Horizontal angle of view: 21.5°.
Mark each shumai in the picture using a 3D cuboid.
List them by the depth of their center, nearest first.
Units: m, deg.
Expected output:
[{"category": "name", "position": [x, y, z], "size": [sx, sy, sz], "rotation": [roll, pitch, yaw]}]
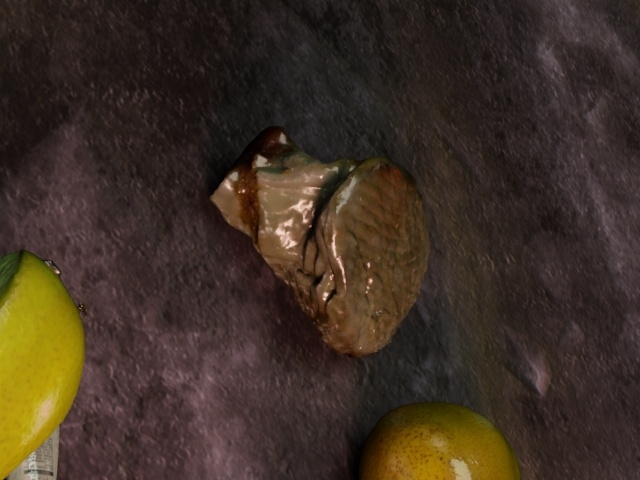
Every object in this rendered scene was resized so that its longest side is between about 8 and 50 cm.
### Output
[{"category": "shumai", "position": [0.000, 0.000, 1.955], "size": [0.222, 0.203, 0.272], "rotation": [-45, 134, -44]}]

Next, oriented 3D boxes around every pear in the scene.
[{"category": "pear", "position": [-0.352, 0.167, 1.438], "size": [0.176, 0.286, 0.282], "rotation": [58, 39, -28]}, {"category": "pear", "position": [0.136, 0.271, 1.862], "size": [0.198, 0.198, 0.198], "rotation": [21, 54, -32]}]

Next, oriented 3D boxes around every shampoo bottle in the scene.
[{"category": "shampoo bottle", "position": [-0.278, 0.220, 1.622], "size": [0.069, 0.041, 0.191], "rotation": [15, 58, -42]}]
